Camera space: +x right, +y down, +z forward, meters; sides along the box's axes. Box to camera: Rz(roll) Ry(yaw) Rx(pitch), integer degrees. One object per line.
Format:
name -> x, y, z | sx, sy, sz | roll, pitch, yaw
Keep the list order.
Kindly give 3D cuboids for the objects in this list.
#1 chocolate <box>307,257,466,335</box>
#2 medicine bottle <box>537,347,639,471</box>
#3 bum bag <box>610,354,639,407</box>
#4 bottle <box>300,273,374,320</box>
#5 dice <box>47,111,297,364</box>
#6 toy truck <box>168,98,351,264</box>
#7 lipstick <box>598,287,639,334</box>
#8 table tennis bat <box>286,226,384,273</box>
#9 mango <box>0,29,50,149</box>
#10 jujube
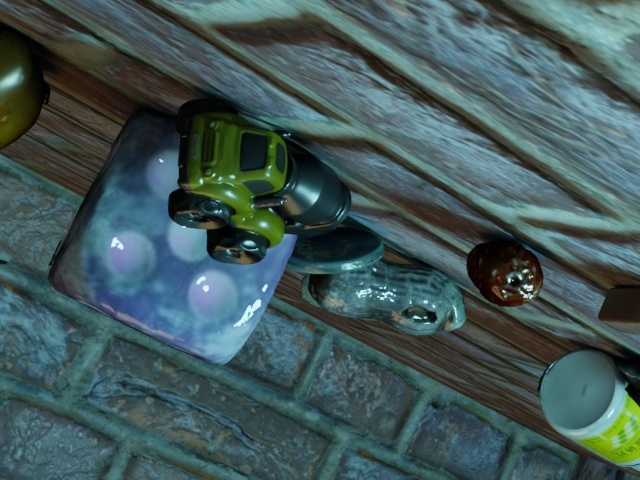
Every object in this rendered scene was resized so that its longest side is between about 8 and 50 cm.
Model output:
chocolate -> 0.099, 0.075, 1.979 | 0.248, 0.110, 0.110 | 18, 175, -19
medicine bottle -> 0.463, 0.272, 2.110 | 0.143, 0.143, 0.258 | 18, 170, 45
bum bag -> 0.534, 0.238, 1.886 | 0.310, 0.074, 0.137 | 27, -173, 29
bottle -> 0.097, 0.107, 2.397 | 0.269, 0.083, 0.083 | 16, 170, 21
dice -> -0.196, -0.001, 1.842 | 0.271, 0.270, 0.270 | 27, 172, -12
toy truck -> -0.069, -0.069, 1.543 | 0.165, 0.147, 0.224 | -3, 160, 19
lipstick -> 0.354, 0.078, 1.460 | 0.045, 0.045, 0.145 | 29, 173, -11
table tennis bat -> 0.000, 0.000, 1.935 | 0.149, 0.038, 0.237 | -12, -159, -16
mango -> -0.461, -0.202, 1.776 | 0.201, 0.153, 0.287 | 34, 171, 1
jujube -> 0.209, 0.038, 1.554 | 0.077, 0.077, 0.129 | 27, 178, -13
